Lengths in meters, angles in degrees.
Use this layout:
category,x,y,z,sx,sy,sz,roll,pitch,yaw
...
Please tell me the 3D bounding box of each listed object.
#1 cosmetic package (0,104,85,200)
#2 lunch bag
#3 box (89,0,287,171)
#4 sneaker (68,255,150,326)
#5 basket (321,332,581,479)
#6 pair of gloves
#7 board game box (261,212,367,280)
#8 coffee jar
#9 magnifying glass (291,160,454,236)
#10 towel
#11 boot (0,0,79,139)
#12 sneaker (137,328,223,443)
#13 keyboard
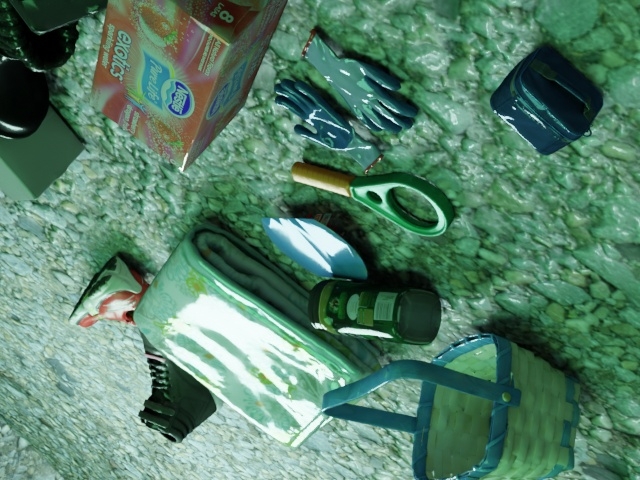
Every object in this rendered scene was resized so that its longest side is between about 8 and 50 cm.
category,x,y,z,sx,sy,sz,roll,pitch,yaw
cosmetic package,-0.493,-0.186,1.821,0.107,0.127,0.238,4,136,49
lunch bag,0.224,-0.133,1.142,0.098,0.067,0.065,40,152,-6
box,-0.151,-0.229,1.348,0.154,0.142,0.300,36,152,0
sneaker,-0.382,0.122,2.184,0.118,0.107,0.279,34,155,-12
basket,0.173,0.225,1.558,0.289,0.201,0.255,13,159,-22
pair of gloves,0.025,-0.159,1.382,0.159,0.023,0.198,40,151,0
board game box,0.000,0.000,1.637,0.169,0.033,0.133,3,143,50
coffee jar,0.071,0.098,1.631,0.096,0.079,0.184,11,175,-42
magnifying glass,0.062,-0.060,1.482,0.231,0.026,0.092,19,147,31
towel,-0.112,0.166,1.894,0.374,0.090,0.320,39,141,-2
boot,-0.413,-0.262,1.611,0.260,0.131,0.348,16,145,35
sneaker,-0.299,0.278,2.267,0.105,0.147,0.295,15,143,39
keyboard,-0.295,-0.318,1.415,0.180,0.023,0.108,-17,135,15
